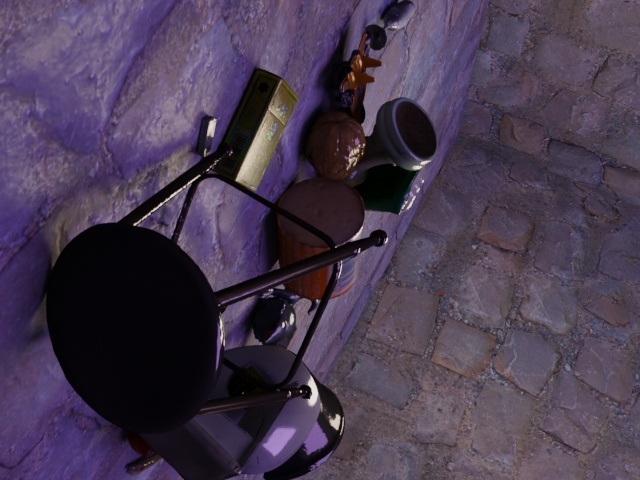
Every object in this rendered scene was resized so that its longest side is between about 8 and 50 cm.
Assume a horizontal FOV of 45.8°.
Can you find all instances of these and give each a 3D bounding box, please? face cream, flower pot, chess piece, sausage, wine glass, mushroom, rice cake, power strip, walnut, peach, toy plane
[{"bbox_3d":[-0.192,0.413,1.824,0.357,0.312,0.219,-27,154,-40],"label":"face cream"},{"bbox_3d":[-0.127,0.461,2.181,0.379,0.379,0.251,-52,140,-43],"label":"flower pot"},{"bbox_3d":[0.145,-0.239,2.030,0.299,0.194,0.194,-25,-162,42],"label":"chess piece"},{"bbox_3d":[0.000,0.000,2.004,0.233,0.233,0.287,-58,164,-28],"label":"sausage"},{"bbox_3d":[0.195,-0.595,2.058,0.262,0.074,0.074,-52,161,-47],"label":"wine glass"},{"bbox_3d":[-0.392,0.517,1.795,0.060,0.061,0.187,-65,163,20],"label":"mushroom"},{"bbox_3d":[-0.152,0.414,2.519,0.298,0.050,0.106,-61,165,-18],"label":"rice cake"},{"bbox_3d":[-0.206,-0.185,1.362,0.027,0.017,0.083,-40,151,-58],"label":"power strip"},{"bbox_3d":[0.037,-0.234,1.913,0.155,0.155,0.184,-56,165,-34],"label":"walnut"},{"bbox_3d":[-0.366,0.411,1.630,0.100,0.101,0.100,-58,165,-27],"label":"peach"},{"bbox_3d":[0.080,-0.373,1.946,0.316,0.103,0.204,105,7,-69],"label":"toy plane"}]

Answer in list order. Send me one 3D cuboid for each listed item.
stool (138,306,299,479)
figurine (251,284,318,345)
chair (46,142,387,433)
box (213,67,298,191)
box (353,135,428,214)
[{"bbox_3d":[-0.228,0.323,1.569,0.170,0.243,0.269,-31,-165,45],"label":"stool"},{"bbox_3d":[-0.098,0.191,2.167,0.265,0.140,0.193,-35,174,-20],"label":"figurine"},{"bbox_3d":[-0.187,0.089,1.223,0.410,0.365,0.362,-21,138,-62],"label":"chair"},{"bbox_3d":[-0.127,-0.216,1.508,0.220,0.064,0.141,-64,166,1],"label":"box"},{"bbox_3d":[0.173,-0.170,2.164,0.106,0.337,0.264,43,68,-34],"label":"box"}]
